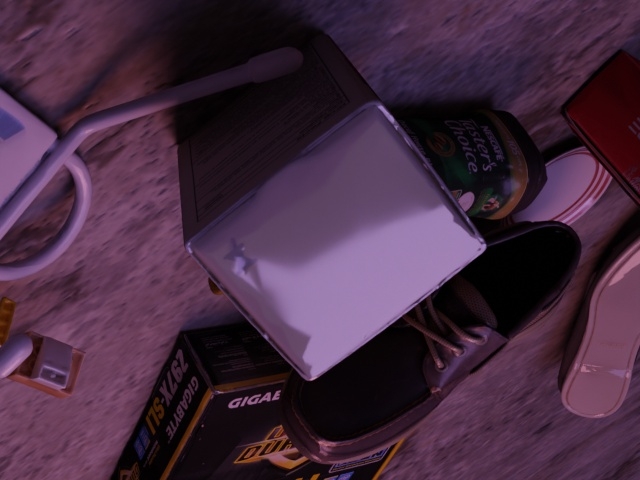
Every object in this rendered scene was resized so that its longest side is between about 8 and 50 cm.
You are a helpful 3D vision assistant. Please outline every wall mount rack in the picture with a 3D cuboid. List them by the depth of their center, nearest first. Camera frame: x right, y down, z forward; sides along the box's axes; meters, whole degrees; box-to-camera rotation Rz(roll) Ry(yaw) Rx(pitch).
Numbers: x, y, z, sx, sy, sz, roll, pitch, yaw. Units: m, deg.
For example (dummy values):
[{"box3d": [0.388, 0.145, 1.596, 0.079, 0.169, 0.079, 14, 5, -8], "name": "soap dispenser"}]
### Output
[{"box3d": [-0.187, -0.075, 0.759, 0.304, 0.130, 0.350, -50, 149, -3], "name": "wall mount rack"}]

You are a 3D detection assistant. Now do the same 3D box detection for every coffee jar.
[{"box3d": [0.104, -0.061, 1.063, 0.184, 0.096, 0.079, -8, 145, -36], "name": "coffee jar"}]

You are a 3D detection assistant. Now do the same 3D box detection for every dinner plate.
[{"box3d": [0.241, -0.050, 1.276, 0.141, 0.017, 0.141, -23, 145, -17], "name": "dinner plate"}]

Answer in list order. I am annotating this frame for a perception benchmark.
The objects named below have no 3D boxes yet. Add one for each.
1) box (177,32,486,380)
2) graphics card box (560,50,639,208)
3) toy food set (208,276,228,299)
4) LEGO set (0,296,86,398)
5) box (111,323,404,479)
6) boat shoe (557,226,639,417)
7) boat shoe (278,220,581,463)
[{"box3d": [-0.003, -0.033, 0.856, 0.148, 0.232, 0.127, -37, 110, 6], "name": "box"}, {"box3d": [0.417, -0.040, 1.245, 0.094, 0.233, 0.371, -47, 145, 20], "name": "graphics card box"}, {"box3d": [0.000, 0.000, 1.091, 0.218, 0.071, 0.128, -8, 163, -32], "name": "toy food set"}, {"box3d": [-0.315, 0.086, 0.870, 0.287, 0.132, 0.107, -3, 145, -49], "name": "LEGO set"}, {"box3d": [-0.035, 0.186, 1.288, 0.322, 0.079, 0.257, -5, 140, -38], "name": "box"}, {"box3d": [0.365, 0.077, 1.507, 0.112, 0.095, 0.335, 13, 131, -3], "name": "boat shoe"}, {"box3d": [0.107, 0.073, 1.159, 0.355, 0.132, 0.130, -35, 165, -31], "name": "boat shoe"}]
